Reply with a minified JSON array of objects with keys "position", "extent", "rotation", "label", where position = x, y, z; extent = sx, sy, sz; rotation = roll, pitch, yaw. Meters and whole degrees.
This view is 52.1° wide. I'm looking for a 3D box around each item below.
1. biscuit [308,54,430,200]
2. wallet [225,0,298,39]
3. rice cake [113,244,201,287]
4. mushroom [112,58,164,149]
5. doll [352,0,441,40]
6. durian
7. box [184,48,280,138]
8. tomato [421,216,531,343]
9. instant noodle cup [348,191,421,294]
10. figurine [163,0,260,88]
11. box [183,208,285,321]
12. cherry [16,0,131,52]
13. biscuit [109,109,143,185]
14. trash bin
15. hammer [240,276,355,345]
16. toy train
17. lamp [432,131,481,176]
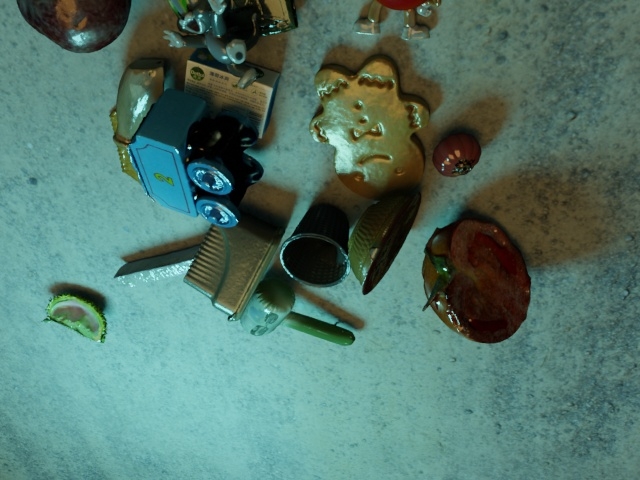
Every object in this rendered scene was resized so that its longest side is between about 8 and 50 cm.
[{"position":[0.112,-0.236,1.464],"extent":[0.275,0.052,0.355],"rotation":[-3,127,18],"label":"biscuit"},{"position":[-0.173,-0.486,1.331],"extent":[0.236,0.055,0.160],"rotation":[-4,121,19],"label":"wallet"},{"position":[-0.430,0.072,1.854],"extent":[0.365,0.073,0.056],"rotation":[-14,127,25],"label":"rice cake"},{"position":[-0.416,-0.322,1.501],"extent":[0.108,0.096,0.247],"rotation":[34,127,0],"label":"mushroom"},{"position":[0.140,-0.479,1.235],"extent":[0.183,0.085,0.217],"rotation":[11,149,8],"label":"doll"},{"position":[-0.759,0.234,2.069],"extent":[0.220,0.095,0.137],"rotation":[19,96,1],"label":"durian"},{"position":[-0.201,-0.327,1.455],"extent":[0.194,0.073,0.139],"rotation":[19,133,-1],"label":"box"},{"position":[0.354,0.098,1.589],"extent":[0.309,0.309,0.170],"rotation":[45,156,-22],"label":"tomato"},{"position":[0.133,-0.011,1.522],"extent":[0.090,0.274,0.274],"rotation":[30,133,15],"label":"instant noodle cup"},{"position":[-0.196,-0.429,1.263],"extent":[0.265,0.140,0.193],"rotation":[41,152,-18],"label":"figurine"},{"position":[-0.228,0.053,1.693],"extent":[0.178,0.138,0.274],"rotation":[29,97,-3],"label":"box"},{"position":[-0.484,-0.506,1.289],"extent":[0.230,0.203,0.300],"rotation":[43,132,32],"label":"cherry"},{"position":[-0.402,-0.218,1.642],"extent":[0.236,0.013,0.232],"rotation":[8,131,9],"label":"biscuit"},{"position":[0.000,0.000,1.618],"extent":[0.175,0.161,0.175],"rotation":[7,133,8],"label":"trash bin"},{"position":[-0.052,0.225,1.856],"extent":[0.335,0.119,0.206],"rotation":[21,145,-15],"label":"hammer"},{"position":[-0.278,-0.173,1.474],"extent":[0.265,0.188,0.300],"rotation":[19,153,8],"label":"toy train"},{"position":[0.297,-0.186,1.429],"extent":[0.107,0.092,0.107],"rotation":[-16,148,-10],"label":"lamp"}]
